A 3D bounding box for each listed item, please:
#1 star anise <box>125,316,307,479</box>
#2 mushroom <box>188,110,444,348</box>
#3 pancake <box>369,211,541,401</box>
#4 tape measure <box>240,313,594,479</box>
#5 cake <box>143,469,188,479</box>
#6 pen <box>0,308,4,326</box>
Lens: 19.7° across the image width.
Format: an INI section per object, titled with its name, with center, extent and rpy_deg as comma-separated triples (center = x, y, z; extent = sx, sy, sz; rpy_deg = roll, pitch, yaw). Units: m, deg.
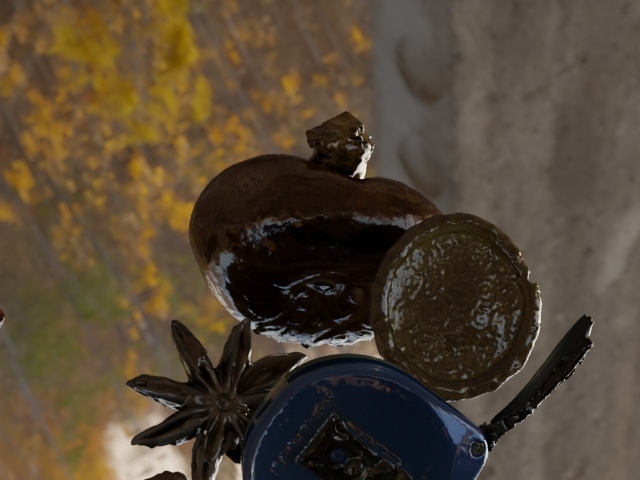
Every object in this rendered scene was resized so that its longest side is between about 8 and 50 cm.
[star anise]
center = -0.110, 0.195, 1.987
extent = 0.231, 0.209, 0.089
rpy_deg = -58, 177, -14
[mushroom]
center = 0.003, 0.004, 2.043
extent = 0.297, 0.278, 0.163
rpy_deg = 7, -144, -12
[pancake]
center = 0.141, 0.069, 1.907
extent = 0.199, 0.199, 0.021
rpy_deg = -27, 179, -18
[tape measure]
center = 0.076, 0.158, 1.677
extent = 0.351, 0.215, 0.098
rpy_deg = -53, -174, -1
[cake]
center = -0.210, 0.442, 2.098
extent = 0.256, 0.290, 0.282
rpy_deg = -24, 166, -9
[pen]
center = -0.444, 0.145, 2.372
extent = 0.028, 0.028, 0.239
rpy_deg = -27, 166, -33
